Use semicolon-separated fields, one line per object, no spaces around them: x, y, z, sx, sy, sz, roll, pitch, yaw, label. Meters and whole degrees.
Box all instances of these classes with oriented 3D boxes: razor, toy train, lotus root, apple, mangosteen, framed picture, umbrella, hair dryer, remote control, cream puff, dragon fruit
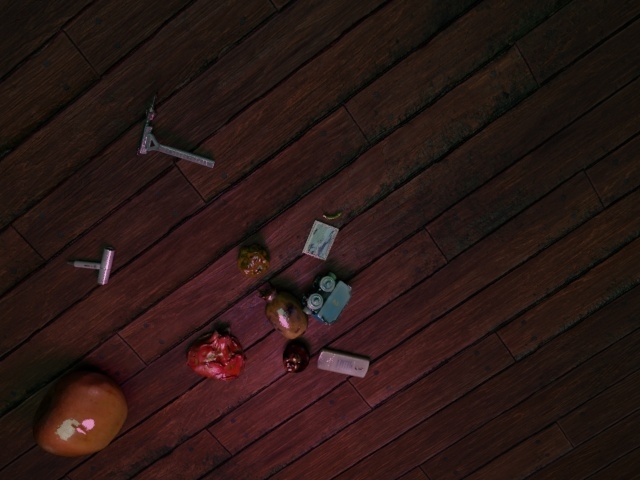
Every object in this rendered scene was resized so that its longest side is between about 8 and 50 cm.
-0.542;-0.337;1.738;0.278;0.056;0.111;19;113;-10;razor
0.025;0.239;1.879;0.163;0.112;0.203;38;75;-12;toy train
-0.154;0.286;1.885;0.154;0.154;0.278;-35;104;6;lotus root
-0.978;0.714;1.873;0.305;0.338;0.338;36;101;-32;apple
-0.110;0.511;1.953;0.140;0.140;0.140;-1;105;-3;mangosteen
0.000;0.000;1.889;0.109;0.011;0.149;20;102;-8;framed picture
-0.658;-0.439;1.728;0.044;0.044;0.269;13;115;-33;umbrella
-0.939;0.083;1.843;0.183;0.044;0.154;18;101;-5;hair dryer
0.099;0.546;2.026;0.234;0.038;0.098;14;104;-8;remote control
-0.271;0.089;1.845;0.146;0.116;0.146;-1;103;-6;cream puff
-0.436;0.472;1.927;0.262;0.134;0.211;13;101;-7;dragon fruit

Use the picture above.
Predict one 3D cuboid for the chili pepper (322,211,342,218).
0.050;-0.102;1.862;0.083;0.017;0.030;-14;105;-3;chili pepper
